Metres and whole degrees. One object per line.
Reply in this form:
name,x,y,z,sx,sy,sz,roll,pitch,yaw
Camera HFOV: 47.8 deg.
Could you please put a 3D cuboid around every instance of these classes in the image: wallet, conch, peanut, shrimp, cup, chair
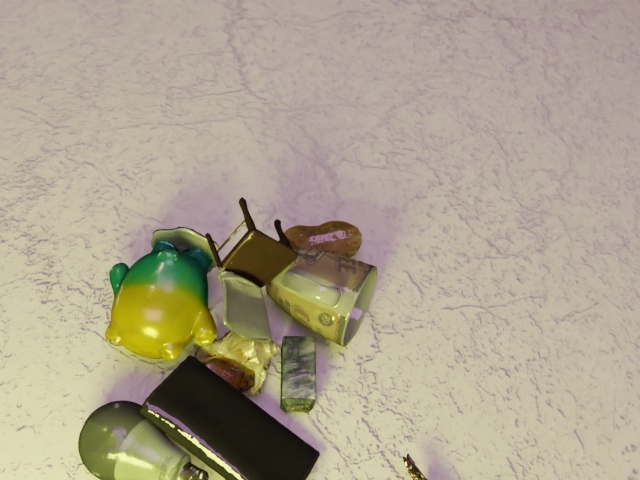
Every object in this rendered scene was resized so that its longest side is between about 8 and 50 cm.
wallet,-0.207,0.451,1.689,0.406,0.062,0.228,37,30,4
conch,-0.207,0.298,1.814,0.245,0.163,0.178,-8,69,18
peanut,0.000,0.000,2.058,0.236,0.110,0.120,-1,62,2
shrimp,0.290,0.616,1.732,0.117,0.066,0.262,-24,78,-37
cup,-0.015,0.129,1.873,0.257,0.301,0.227,19,88,13
chair,-0.164,0.069,1.773,0.160,0.186,0.319,33,22,-39

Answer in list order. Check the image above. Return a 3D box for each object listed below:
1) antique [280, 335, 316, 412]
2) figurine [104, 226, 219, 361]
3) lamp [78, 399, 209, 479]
antique,-0.057,0.344,1.838,0.086,0.088,0.183,2,57,-5
figurine,-0.397,0.143,1.836,0.324,0.231,0.340,12,50,3
lamp,-0.411,0.495,1.624,0.314,0.182,0.182,37,60,25
